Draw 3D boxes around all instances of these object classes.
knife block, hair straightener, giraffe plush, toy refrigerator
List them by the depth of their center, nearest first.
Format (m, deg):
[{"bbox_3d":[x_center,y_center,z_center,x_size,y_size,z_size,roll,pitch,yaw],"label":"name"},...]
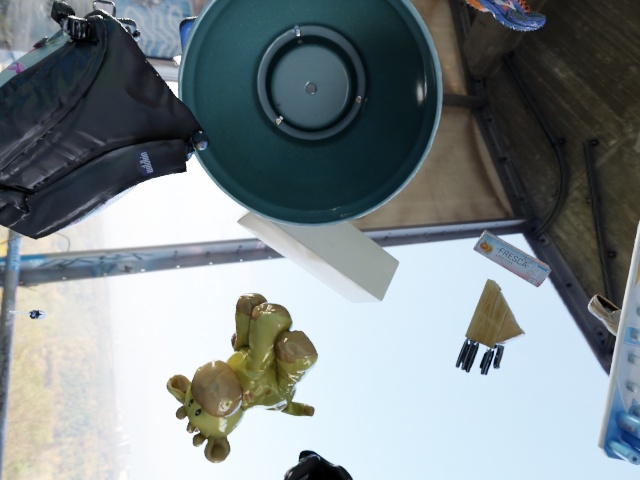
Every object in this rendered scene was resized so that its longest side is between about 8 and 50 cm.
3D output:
[{"bbox_3d":[-0.121,0.203,0.585,0.182,0.171,0.210,20,-59,46],"label":"giraffe plush"},{"bbox_3d":[-0.351,-0.312,0.670,0.230,0.089,0.047,-18,-134,63],"label":"hair straightener"},{"bbox_3d":[0.000,0.000,0.710,0.102,0.270,0.094,-20,-142,62],"label":"toy refrigerator"},{"bbox_3d":[0.531,0.297,1.350,0.242,0.088,0.275,-28,-119,19],"label":"knife block"}]

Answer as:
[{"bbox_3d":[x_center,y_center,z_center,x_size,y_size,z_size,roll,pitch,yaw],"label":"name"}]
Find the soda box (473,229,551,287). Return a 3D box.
[{"bbox_3d":[0.492,0.045,1.048,0.183,0.063,0.058,34,-71,15],"label":"soda box"}]

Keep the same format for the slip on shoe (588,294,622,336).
[{"bbox_3d":[0.688,0.180,0.943,0.135,0.052,0.041,-111,-167,-54],"label":"slip on shoe"}]

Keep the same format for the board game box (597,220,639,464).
[{"bbox_3d":[0.665,0.187,0.640,0.050,0.391,0.389,164,-61,-84],"label":"board game box"}]

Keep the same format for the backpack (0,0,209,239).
[{"bbox_3d":[-0.214,-0.085,0.353,0.152,0.182,0.115,50,-18,-24],"label":"backpack"}]

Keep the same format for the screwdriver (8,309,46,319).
[{"bbox_3d":[-0.611,0.152,0.852,0.024,0.025,0.170,60,-24,3],"label":"screwdriver"}]

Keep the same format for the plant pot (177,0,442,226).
[{"bbox_3d":[-0.013,-0.191,0.537,0.196,0.294,0.292,-93,-168,-61],"label":"plant pot"}]

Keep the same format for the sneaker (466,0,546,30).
[{"bbox_3d":[0.468,-0.601,1.015,0.083,0.221,0.087,-57,176,-41],"label":"sneaker"}]

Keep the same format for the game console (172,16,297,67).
[{"bbox_3d":[-0.235,-0.532,1.070,0.173,0.293,0.250,66,-21,17],"label":"game console"}]

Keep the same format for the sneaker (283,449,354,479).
[{"bbox_3d":[-0.037,0.349,0.537,0.228,0.087,0.130,-28,-86,31],"label":"sneaker"}]
